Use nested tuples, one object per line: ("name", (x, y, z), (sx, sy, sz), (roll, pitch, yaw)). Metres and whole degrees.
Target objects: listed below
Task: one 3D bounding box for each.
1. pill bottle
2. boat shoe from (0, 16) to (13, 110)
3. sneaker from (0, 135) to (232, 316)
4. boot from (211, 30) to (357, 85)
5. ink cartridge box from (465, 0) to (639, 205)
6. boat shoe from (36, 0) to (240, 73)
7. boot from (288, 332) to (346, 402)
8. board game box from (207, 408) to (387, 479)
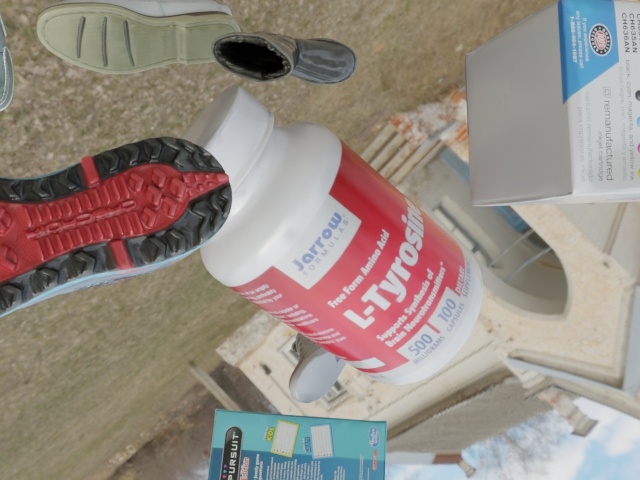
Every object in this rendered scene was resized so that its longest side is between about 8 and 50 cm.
("pill bottle", (0.000, 0.000, 0.713), (0.229, 0.408, 0.229), (-39, -151, 27))
("boat shoe", (-0.652, -0.398, 1.033), (0.116, 0.319, 0.099), (-13, -159, -27))
("sneaker", (-0.193, 0.010, 0.381), (0.262, 0.104, 0.125), (-11, 169, -20))
("boot", (-0.037, -0.250, 0.760), (0.208, 0.190, 0.076), (-93, -172, -75))
("ink cartridge box", (0.293, -0.126, 0.563), (0.233, 0.171, 0.168), (-4, -179, -15))
("boat shoe", (-0.285, -0.339, 0.880), (0.302, 0.103, 0.113), (-8, 143, -29))
("boot", (-0.017, 0.254, 1.215), (0.123, 0.095, 0.258), (0, -157, 37))
("board game box", (-0.046, 0.467, 1.070), (0.079, 0.336, 0.253), (83, 11, -71))
